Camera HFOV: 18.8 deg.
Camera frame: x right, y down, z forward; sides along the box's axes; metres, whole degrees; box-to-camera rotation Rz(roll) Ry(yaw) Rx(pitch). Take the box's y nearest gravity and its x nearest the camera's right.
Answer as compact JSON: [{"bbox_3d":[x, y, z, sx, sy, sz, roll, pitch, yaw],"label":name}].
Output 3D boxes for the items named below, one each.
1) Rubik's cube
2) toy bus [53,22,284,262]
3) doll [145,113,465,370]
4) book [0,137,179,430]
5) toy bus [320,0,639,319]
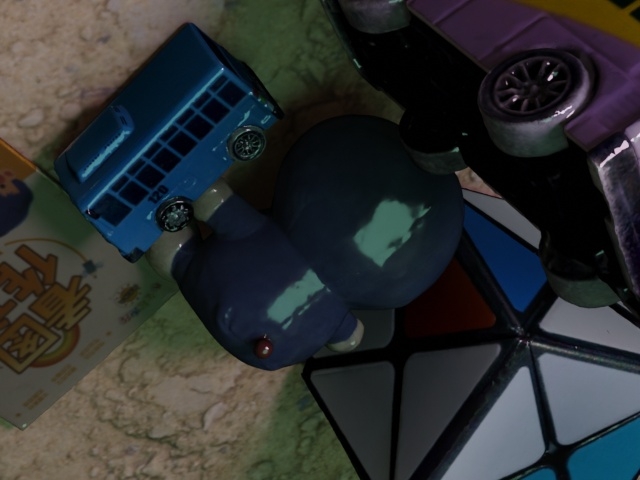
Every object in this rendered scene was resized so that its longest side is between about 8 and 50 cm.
[{"bbox_3d":[0.167,0.123,1.830,0.246,0.250,0.248,12,121,-34],"label":"Rubik's cube"},{"bbox_3d":[-0.133,-0.082,1.617,0.184,0.090,0.106,-45,132,8],"label":"toy bus"},{"bbox_3d":[0.000,0.000,1.698,0.258,0.154,0.228,-41,118,5],"label":"doll"},{"bbox_3d":[-0.282,0.034,1.679,0.208,0.020,0.295,-42,133,7],"label":"book"},{"bbox_3d":[0.184,-0.155,1.498,0.249,0.440,0.209,-36,134,-9],"label":"toy bus"}]
